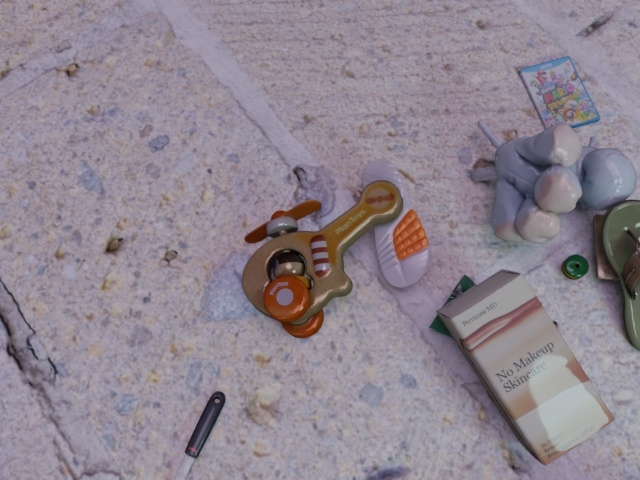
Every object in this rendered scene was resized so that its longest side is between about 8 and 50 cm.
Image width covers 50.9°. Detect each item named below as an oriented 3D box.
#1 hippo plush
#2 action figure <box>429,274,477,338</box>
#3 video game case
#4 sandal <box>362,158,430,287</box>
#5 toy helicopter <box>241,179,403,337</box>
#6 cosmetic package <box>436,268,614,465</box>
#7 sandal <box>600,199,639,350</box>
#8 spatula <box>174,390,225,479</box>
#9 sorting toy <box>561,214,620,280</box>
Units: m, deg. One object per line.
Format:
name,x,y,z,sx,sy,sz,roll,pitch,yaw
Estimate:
hippo plush,0.464,-0.101,1.311,0.237,0.294,0.234,7,97,-22
action figure,0.340,0.176,1.273,0.232,0.063,0.137,34,72,8
video game case,0.520,-0.317,1.464,0.119,0.015,0.166,-16,71,-5
sandal,0.154,-0.035,1.334,0.102,0.076,0.265,-16,73,13
toy helicopter,0.000,0.000,1.288,0.355,0.140,0.235,-39,63,-4
cosmetic package,0.351,0.213,1.170,0.153,0.129,0.296,-34,91,-1
sandal,0.608,0.068,1.238,0.120,0.086,0.302,-16,95,4
spatula,-0.243,0.411,1.213,0.084,0.030,0.296,22,72,7
sorting toy,0.613,0.022,1.326,0.275,0.046,0.132,4,71,3
